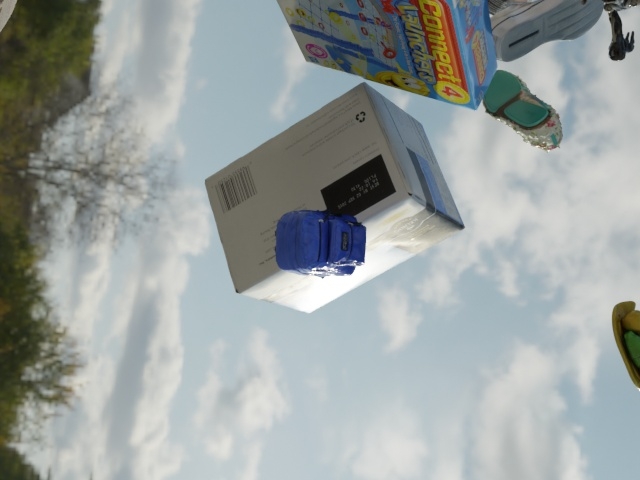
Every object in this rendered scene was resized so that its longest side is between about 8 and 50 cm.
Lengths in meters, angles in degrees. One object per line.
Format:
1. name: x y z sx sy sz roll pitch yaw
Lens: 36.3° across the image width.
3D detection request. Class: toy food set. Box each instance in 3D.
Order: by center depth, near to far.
1. toy food set: 0.631 0.215 1.860 0.071 0.128 0.218 -18 -78 36

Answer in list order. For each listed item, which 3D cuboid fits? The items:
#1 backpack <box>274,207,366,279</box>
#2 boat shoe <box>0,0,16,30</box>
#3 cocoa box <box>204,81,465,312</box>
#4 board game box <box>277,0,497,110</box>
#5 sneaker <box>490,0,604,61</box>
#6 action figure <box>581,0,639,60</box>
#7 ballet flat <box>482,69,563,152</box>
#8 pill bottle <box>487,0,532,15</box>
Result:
1. backpack: 0.000 0.000 1.367 0.101 0.120 0.098 -10 -103 43
2. boat shoe: -0.499 -0.320 1.359 0.285 0.092 0.103 -84 -168 -54
3. cocoa box: 0.023 -0.060 1.660 0.347 0.228 0.231 -30 -116 22
4. board game box: 0.087 -0.334 1.400 0.086 0.302 0.308 -63 156 -14
5. sneaker: 0.372 -0.383 1.670 0.091 0.258 0.094 40 -36 45
6. action figure: 0.441 -0.399 1.453 0.164 0.275 0.141 -12 -135 27
7. ballet flat: 0.343 -0.216 1.672 0.091 0.077 0.241 -35 -148 9
8. pill bottle: 0.401 -0.555 1.918 0.245 0.130 0.130 126 -34 -65
